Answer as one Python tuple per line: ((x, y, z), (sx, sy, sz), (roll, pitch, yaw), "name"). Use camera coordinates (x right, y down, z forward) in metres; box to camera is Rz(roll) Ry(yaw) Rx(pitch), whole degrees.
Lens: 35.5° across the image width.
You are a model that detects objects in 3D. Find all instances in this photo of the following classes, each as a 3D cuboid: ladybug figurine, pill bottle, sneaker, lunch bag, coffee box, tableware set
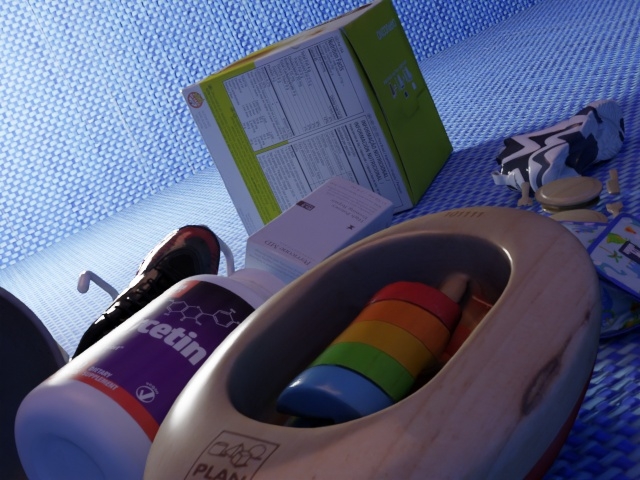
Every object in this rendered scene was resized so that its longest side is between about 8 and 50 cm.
((0.055, 0.132, 0.775), (0.305, 0.161, 0.449), (4, 33, 42), "ladybug figurine")
((-0.149, 0.154, 1.053), (0.182, 0.181, 0.323), (-13, 18, 38), "pill bottle")
((0.346, -0.140, 1.505), (0.153, 0.094, 0.235), (3, 39, 46), "sneaker")
((-0.210, 0.096, 1.209), (0.276, 0.098, 0.135), (-53, 6, -11), "sneaker")
((0.276, 0.037, 0.980), (0.151, 0.096, 0.129), (5, 26, 36), "lunch bag")
((0.010, -0.221, 1.869), (0.334, 0.338, 0.337), (-18, 16, 25), "coffee box")
((0.316, -0.029, 1.264), (0.128, 0.039, 0.194), (-8, 24, 16), "tableware set")

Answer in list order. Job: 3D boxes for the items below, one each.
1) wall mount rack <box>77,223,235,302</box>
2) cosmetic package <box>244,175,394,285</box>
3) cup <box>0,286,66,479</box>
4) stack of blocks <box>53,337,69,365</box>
((-0.224, 0.148, 1.357), (0.350, 0.130, 0.304), (-21, 52, 19), "wall mount rack")
((0.000, 0.000, 1.496), (0.117, 0.085, 0.231), (26, 39, 23), "cosmetic package")
((-0.484, 0.204, 1.136), (0.331, 0.331, 0.237), (-35, 15, -37), "cup")
((-0.458, 0.228, 1.427), (0.171, 0.087, 0.297), (-39, 15, -3), "stack of blocks")
